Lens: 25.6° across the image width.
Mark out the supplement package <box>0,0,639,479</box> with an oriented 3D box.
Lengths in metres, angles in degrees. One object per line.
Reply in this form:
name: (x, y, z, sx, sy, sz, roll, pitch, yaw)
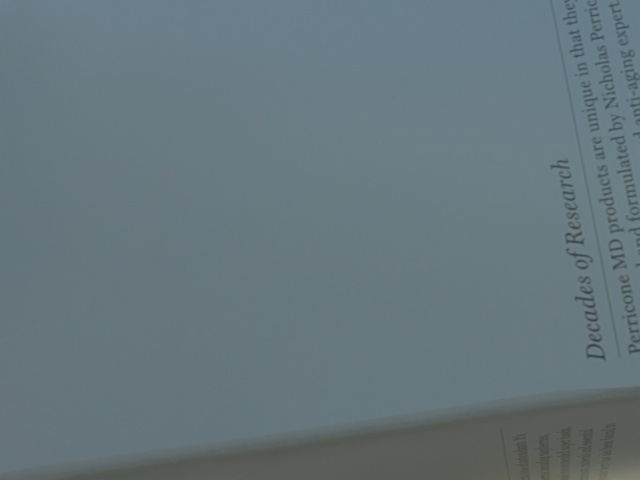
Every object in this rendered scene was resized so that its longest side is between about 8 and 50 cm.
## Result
supplement package: (0.000, 0.000, 0.460, 0.293, 0.175, 0.177, -9, -21, 5)
